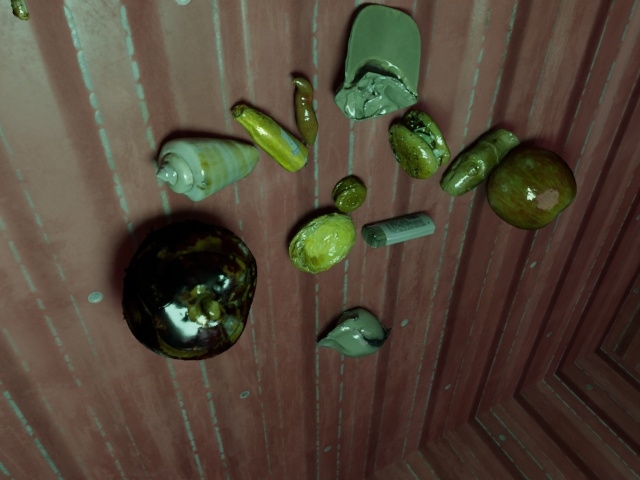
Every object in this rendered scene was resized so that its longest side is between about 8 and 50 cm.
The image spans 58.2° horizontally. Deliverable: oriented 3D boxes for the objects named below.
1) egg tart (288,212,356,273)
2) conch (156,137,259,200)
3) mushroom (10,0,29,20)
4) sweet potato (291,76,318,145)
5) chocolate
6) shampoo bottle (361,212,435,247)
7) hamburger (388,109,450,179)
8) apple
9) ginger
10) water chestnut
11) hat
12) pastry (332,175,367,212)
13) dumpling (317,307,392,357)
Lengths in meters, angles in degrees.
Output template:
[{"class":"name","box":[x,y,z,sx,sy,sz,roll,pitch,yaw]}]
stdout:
[{"class":"egg tart","box":[-0.001,-0.001,1.625,0.213,0.090,0.212,-22,138,-21]},{"class":"conch","box":[-0.241,-0.158,1.280,0.255,0.127,0.158,-14,132,-27]},{"class":"mushroom","box":[-0.496,-0.407,0.904,0.088,0.073,0.129,-23,104,-39]},{"class":"sweet potato","box":[-0.034,-0.299,1.360,0.055,0.058,0.202,-27,140,-18]},{"class":"chocolate","box":[-0.119,-0.240,1.337,0.085,0.085,0.219,-48,136,9]},{"class":"shampoo bottle","box":[0.242,-0.033,1.777,0.228,0.086,0.055,-14,131,-28]},{"class":"hamburger","box":[0.258,-0.255,1.536,0.114,0.177,0.185,-29,166,-2]},{"class":"apple","box":[0.698,-0.159,1.878,0.309,0.250,0.277,0,125,-39]},{"class":"ginger","box":[0.480,-0.236,1.754,0.263,0.109,0.116,-42,137,1]},{"class":"water chestnut","box":[-0.314,0.119,1.370,0.335,0.335,0.347,-14,174,-27]},{"class":"hat","box":[0.126,-0.415,1.371,0.214,0.149,0.244,3,88,-28]},{"class":"pastry","box":[0.082,-0.128,1.600,0.109,0.057,0.097,-20,141,-18]},{"class":"dumpling","box":[0.123,0.342,1.975,0.204,0.163,0.293,-53,149,9]}]
